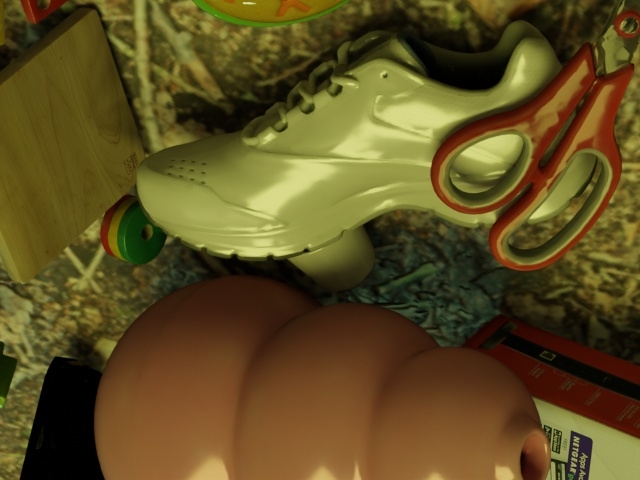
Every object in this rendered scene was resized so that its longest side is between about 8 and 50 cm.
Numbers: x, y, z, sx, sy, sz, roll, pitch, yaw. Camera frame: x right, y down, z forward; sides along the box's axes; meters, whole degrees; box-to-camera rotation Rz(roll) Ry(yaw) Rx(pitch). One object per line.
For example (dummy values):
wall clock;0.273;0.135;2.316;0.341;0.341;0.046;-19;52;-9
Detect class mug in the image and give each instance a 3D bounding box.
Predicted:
mug;0.004;-0.001;1.220;0.062;0.078;0.064;-39;133;0

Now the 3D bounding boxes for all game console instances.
game console;-0.196;0.267;1.410;0.044;0.213;0.361;5;145;5

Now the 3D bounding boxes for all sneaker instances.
sneaker;0.021;-0.072;1.121;0.297;0.111;0.129;-10;124;8

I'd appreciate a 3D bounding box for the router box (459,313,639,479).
router box;0.224;0.254;1.264;0.301;0.082;0.335;20;125;28

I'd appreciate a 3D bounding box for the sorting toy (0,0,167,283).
sorting toy;-0.187;-0.072;1.136;0.046;0.132;0.274;16;137;34

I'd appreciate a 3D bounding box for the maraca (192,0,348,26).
maraca;-0.001;-0.193;1.003;0.185;0.099;0.127;-24;123;-1

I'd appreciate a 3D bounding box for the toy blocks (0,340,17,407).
toy blocks;-0.375;-0.034;1.190;0.381;0.191;0.261;16;123;-6

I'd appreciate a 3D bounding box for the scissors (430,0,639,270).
scissors;0.180;-0.109;1.038;0.109;0.021;0.297;33;108;-15

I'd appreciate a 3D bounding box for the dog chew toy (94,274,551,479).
dog chew toy;0.005;0.130;1.190;0.332;0.206;0.206;3;138;39
